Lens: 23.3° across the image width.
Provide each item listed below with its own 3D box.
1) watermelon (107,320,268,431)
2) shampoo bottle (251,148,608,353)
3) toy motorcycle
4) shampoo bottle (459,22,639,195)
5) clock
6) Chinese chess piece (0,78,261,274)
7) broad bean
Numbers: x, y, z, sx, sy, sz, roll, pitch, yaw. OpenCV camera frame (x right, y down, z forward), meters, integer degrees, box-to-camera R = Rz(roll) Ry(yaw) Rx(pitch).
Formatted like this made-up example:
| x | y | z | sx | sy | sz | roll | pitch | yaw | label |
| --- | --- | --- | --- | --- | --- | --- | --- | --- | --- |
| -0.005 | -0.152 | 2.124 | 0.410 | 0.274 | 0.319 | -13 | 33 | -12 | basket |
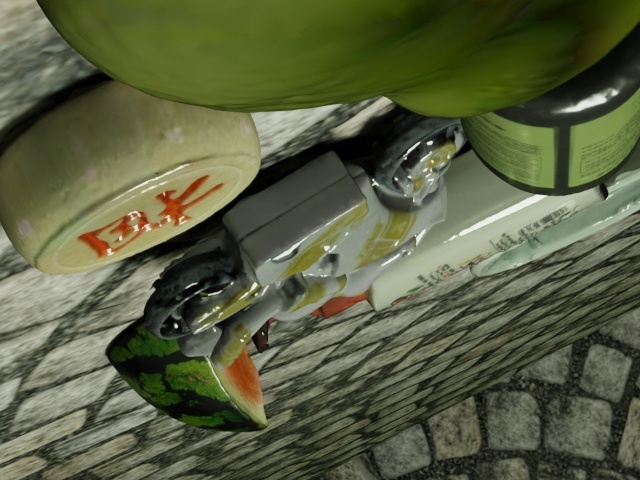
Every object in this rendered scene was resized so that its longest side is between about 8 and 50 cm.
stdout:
| x | y | z | sx | sy | sz | roll | pitch | yaw | label |
| --- | --- | --- | --- | --- | --- | --- | --- | --- | --- |
| -0.087 | 0.077 | 1.134 | 0.094 | 0.125 | 0.135 | -53 | 162 | -31 | watermelon |
| 0.063 | 0.001 | 1.099 | 0.284 | 0.071 | 0.153 | -26 | 171 | 8 | shampoo bottle |
| 0.000 | 0.000 | 0.943 | 0.225 | 0.073 | 0.152 | -34 | 161 | 1 | toy motorcycle |
| 0.118 | -0.080 | 0.791 | 0.101 | 0.101 | 0.284 | -27 | 168 | 4 | shampoo bottle |
| 0.220 | -0.042 | 1.269 | 0.236 | 0.053 | 0.236 | -24 | 170 | -5 | clock |
| -0.086 | -0.031 | 0.696 | 0.122 | 0.051 | 0.122 | -25 | 167 | -6 | Chinese chess piece |
| 0.033 | -0.114 | 0.429 | 0.238 | 0.119 | 0.291 | -27 | 167 | 4 | broad bean |
